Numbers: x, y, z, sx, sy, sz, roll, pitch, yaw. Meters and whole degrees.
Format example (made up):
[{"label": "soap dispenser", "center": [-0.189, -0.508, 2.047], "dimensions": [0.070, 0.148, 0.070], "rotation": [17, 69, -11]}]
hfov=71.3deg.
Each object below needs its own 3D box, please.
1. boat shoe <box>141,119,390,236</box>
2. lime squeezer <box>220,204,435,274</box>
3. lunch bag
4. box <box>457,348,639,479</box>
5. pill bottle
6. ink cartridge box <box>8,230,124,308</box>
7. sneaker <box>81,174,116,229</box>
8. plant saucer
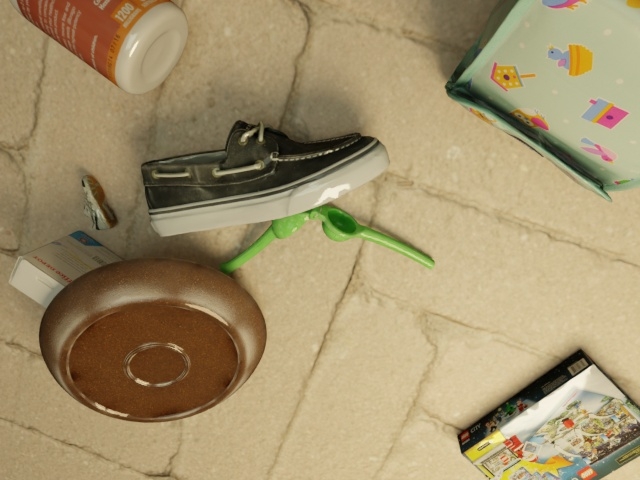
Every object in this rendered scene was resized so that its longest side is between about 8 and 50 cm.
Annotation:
[{"label": "boat shoe", "center": [-0.086, -0.091, 0.561], "dimensions": [0.335, 0.121, 0.119], "rotation": [-13, 109, 13]}, {"label": "lime squeezer", "center": [0.000, 0.000, 0.613], "dimensions": [0.310, 0.059, 0.110], "rotation": [-3, 106, 8]}, {"label": "lunch bag", "center": [0.257, -0.157, 0.435], "dimensions": [0.223, 0.262, 0.160], "rotation": [32, 78, -1]}, {"label": "box", "center": [0.347, 0.291, 0.660], "dimensions": [0.159, 0.044, 0.233], "rotation": [44, 107, -6]}, {"label": "pill bottle", "center": [-0.279, -0.284, 0.529], "dimensions": [0.216, 0.121, 0.121], "rotation": [36, 108, -5]}, {"label": "ink cartridge box", "center": [-0.357, 0.045, 0.639], "dimensions": [0.088, 0.122, 0.052], "rotation": [36, 108, -4]}, {"label": "sneaker", "center": [-0.335, -0.053, 0.654], "dimensions": [0.037, 0.032, 0.083], "rotation": [-15, 104, 12]}, {"label": "plant saucer", "center": [-0.229, 0.163, 0.633], "dimensions": [0.310, 0.050, 0.311], "rotation": [-6, 123, -10]}]
